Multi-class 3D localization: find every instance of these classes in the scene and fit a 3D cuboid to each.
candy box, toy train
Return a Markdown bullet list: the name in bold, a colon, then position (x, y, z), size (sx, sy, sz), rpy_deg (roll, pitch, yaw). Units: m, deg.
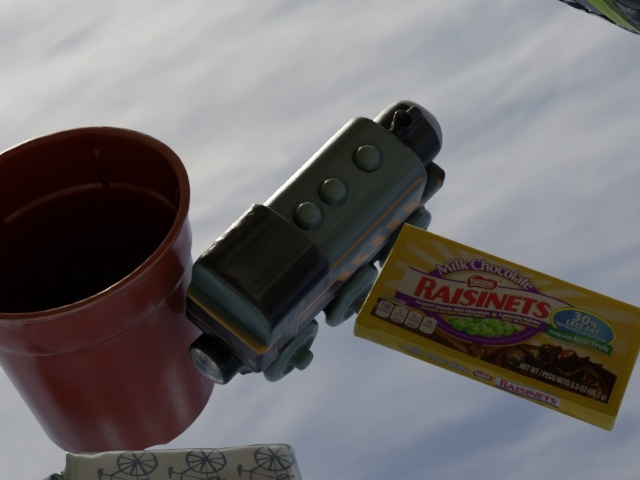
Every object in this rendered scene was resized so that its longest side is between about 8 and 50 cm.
- **candy box**: position (0.139, 0.063, 1.146), size (0.206, 0.027, 0.105), rpy_deg (20, -128, 12)
- **toy train**: position (0.000, 0.000, 1.472), size (0.142, 0.190, 0.334), rpy_deg (40, -115, 14)

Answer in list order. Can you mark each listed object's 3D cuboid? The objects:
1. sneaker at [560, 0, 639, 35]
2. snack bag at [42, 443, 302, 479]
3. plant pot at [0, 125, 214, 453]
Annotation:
- **sneaker**: position (0.134, -0.142, 0.513), size (0.384, 0.145, 0.147), rpy_deg (-63, 177, -76)
- **snack bag**: position (-0.163, 0.237, 0.993), size (0.343, 0.037, 0.323), rpy_deg (-3, -154, -7)
- **plant pot**: position (-0.234, 0.069, 1.557), size (0.272, 0.265, 0.272), rpy_deg (-8, -136, 7)
